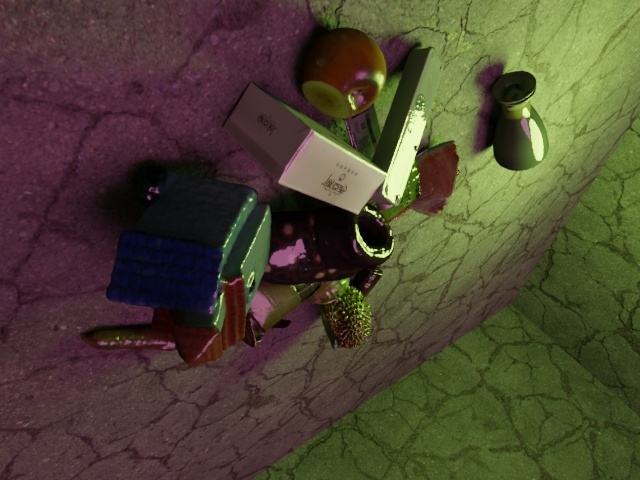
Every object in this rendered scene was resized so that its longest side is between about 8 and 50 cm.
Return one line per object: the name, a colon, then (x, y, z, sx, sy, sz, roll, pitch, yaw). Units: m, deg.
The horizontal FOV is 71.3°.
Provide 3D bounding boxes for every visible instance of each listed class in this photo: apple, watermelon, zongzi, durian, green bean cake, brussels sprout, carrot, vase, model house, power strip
apple: (0.045, -0.317, 0.852, 0.163, 0.147, 0.146, -48, 147, 12)
watermelon: (0.316, -0.190, 1.349, 0.146, 0.128, 0.230, 7, 97, -6)
zongzi: (-0.149, 0.071, 1.132, 0.289, 0.154, 0.317, -39, 134, -24)
durian: (0.087, 0.264, 1.529, 0.177, 0.200, 0.236, 0, 127, 2)
green bean cake: (0.166, -0.137, 1.227, 0.214, 0.113, 0.200, -37, 148, -6)
brussels sprout: (0.020, 0.135, 1.390, 0.155, 0.118, 0.155, -38, 152, -25)
carrot: (-0.413, 0.244, 1.106, 0.343, 0.070, 0.070, 9, 122, -50)
vase: (0.619, -0.371, 1.397, 0.173, 0.173, 0.321, -43, 144, 1)
model house: (-0.235, 0.088, 0.791, 0.252, 0.329, 0.294, 7, 137, -2)
power strip: (0.194, -0.269, 1.014, 0.091, 0.063, 0.384, 28, 78, -50)

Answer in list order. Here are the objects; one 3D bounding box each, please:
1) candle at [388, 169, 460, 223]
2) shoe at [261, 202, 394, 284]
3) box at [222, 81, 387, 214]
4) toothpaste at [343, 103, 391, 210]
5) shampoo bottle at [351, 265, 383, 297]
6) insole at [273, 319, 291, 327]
candle: (0.316, -0.144, 1.439, 0.329, 0.048, 0.051, -34, 155, -11)
shoe: (0.000, 0.000, 1.069, 0.384, 0.171, 0.237, 9, 151, -37)
box: (-0.024, -0.176, 0.894, 0.274, 0.203, 0.116, 15, 116, -53)
toothpaste: (0.118, -0.201, 1.049, 0.099, 0.069, 0.282, -62, 136, -56)
shampoo bottle: (0.170, 0.135, 1.596, 0.068, 0.067, 0.236, 3, 127, -37)
insole: (-0.146, 0.272, 1.479, 0.053, 0.002, 0.153, -50, 147, 12)
